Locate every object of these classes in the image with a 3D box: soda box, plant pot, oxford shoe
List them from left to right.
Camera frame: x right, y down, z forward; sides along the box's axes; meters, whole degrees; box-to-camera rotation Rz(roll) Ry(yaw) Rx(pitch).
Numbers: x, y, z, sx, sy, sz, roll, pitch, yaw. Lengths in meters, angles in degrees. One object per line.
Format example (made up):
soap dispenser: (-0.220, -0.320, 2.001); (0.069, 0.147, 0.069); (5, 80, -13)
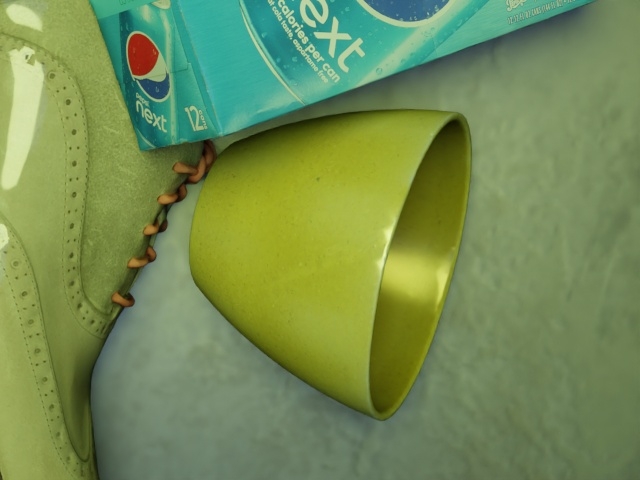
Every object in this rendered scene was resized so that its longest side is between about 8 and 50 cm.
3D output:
oxford shoe: (-0.104, -0.009, 0.615); (0.130, 0.123, 0.348); (-6, 99, -12)
plant pot: (0.000, 0.000, 0.633); (0.095, 0.134, 0.134); (15, 95, 16)
soda box: (0.019, -0.101, 0.600); (0.210, 0.071, 0.067); (-24, 101, -31)
